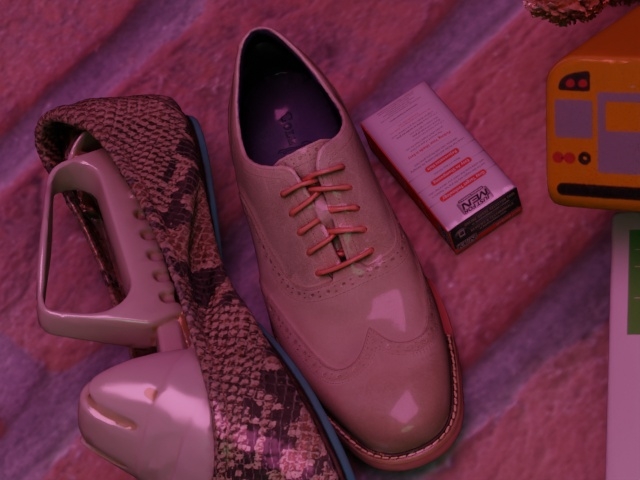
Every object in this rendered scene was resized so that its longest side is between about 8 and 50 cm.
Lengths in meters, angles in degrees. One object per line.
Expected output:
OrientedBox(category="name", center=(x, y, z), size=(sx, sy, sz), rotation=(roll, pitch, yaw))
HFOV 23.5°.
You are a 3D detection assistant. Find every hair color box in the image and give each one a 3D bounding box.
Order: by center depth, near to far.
OrientedBox(category="hair color box", center=(0.102, -0.064, 1.314), size=(0.072, 0.043, 0.141), rotation=(-33, 57, -4))

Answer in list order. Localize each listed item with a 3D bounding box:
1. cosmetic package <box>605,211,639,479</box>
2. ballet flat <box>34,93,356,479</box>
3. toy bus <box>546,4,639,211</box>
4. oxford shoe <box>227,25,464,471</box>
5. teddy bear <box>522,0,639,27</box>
OrientedBox(category="cosmetic package", center=(0.295, 0.172, 1.064), size=(0.197, 0.155, 0.365), rotation=(-1, 60, 13))
OrientedBox(category="ballet flat", center=(-0.132, 0.072, 1.222), size=(0.182, 0.164, 0.483), rotation=(-2, 50, -30))
OrientedBox(category="toy bus", center=(0.263, -0.104, 1.140), size=(0.108, 0.130, 0.333), rotation=(4, 19, 25))
OrientedBox(category="oxford shoe", center=(0.000, 0.000, 1.245), size=(0.140, 0.146, 0.397), rotation=(-25, 58, -1))
OrientedBox(category="teddy bear", center=(0.306, -0.261, 1.278), size=(0.245, 0.338, 0.113), rotation=(-34, 94, 31))
